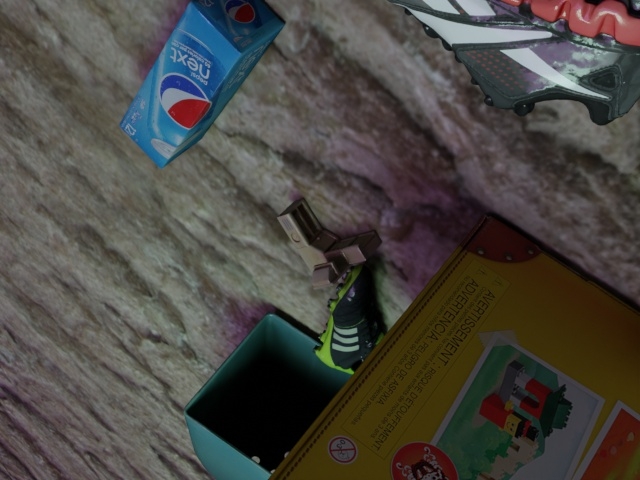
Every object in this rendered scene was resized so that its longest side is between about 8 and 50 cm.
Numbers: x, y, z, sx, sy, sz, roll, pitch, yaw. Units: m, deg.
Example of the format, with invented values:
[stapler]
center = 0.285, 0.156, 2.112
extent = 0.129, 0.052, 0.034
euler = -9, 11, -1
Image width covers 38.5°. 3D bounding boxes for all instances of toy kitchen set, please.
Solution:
[toy kitchen set]
center = 0.000, 0.000, 0.935
extent = 0.083, 0.068, 0.075
euler = -15, 113, 46

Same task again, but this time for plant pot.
[plant pot]
center = -0.052, 0.244, 1.124
extent = 0.165, 0.165, 0.234
euler = 32, 147, 15

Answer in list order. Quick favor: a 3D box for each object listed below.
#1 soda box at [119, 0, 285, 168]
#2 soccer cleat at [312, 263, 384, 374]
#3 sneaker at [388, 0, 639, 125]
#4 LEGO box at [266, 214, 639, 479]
[soda box]
center = -0.122, -0.159, 0.899
extent = 0.067, 0.071, 0.210
euler = 46, 140, -1
[soccer cleat]
center = 0.041, 0.088, 0.991
extent = 0.072, 0.060, 0.179
euler = 25, 144, 8
[sneaker]
center = 0.121, -0.165, 0.665
extent = 0.276, 0.097, 0.135
euler = 24, 134, 21
[LEGO box]
center = 0.144, 0.264, 0.704
extent = 0.372, 0.500, 0.193
euler = 35, 139, 12
